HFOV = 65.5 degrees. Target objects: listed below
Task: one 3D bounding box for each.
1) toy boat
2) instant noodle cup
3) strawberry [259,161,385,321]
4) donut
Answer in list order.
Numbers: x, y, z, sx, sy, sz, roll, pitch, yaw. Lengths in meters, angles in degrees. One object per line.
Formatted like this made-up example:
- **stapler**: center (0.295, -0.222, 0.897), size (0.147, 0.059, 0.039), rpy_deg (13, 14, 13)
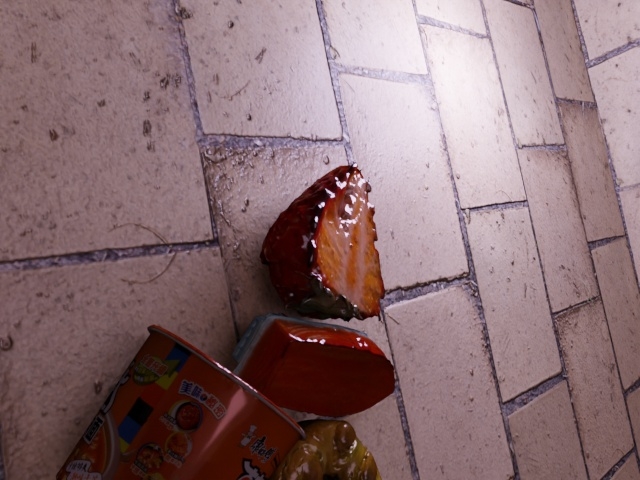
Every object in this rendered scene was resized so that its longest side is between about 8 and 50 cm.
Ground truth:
- **toy boat**: center (-0.001, 0.199, 0.819), size (0.332, 0.133, 0.145), rpy_deg (26, 95, -44)
- **instant noodle cup**: center (-0.171, 0.253, 0.607), size (0.250, 0.250, 0.192), rpy_deg (46, 65, -22)
- **strawberry**: center (-0.009, 0.004, 0.845), size (0.254, 0.150, 0.279), rpy_deg (13, 69, -58)
- **donut**: center (-0.006, 0.394, 0.775), size (0.227, 0.114, 0.226), rpy_deg (9, 75, -37)
